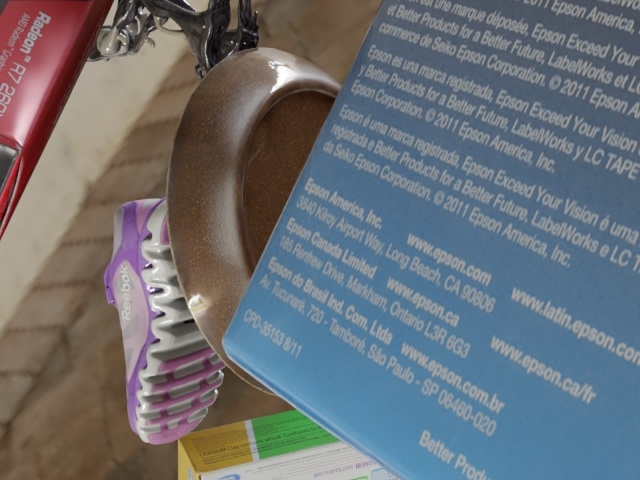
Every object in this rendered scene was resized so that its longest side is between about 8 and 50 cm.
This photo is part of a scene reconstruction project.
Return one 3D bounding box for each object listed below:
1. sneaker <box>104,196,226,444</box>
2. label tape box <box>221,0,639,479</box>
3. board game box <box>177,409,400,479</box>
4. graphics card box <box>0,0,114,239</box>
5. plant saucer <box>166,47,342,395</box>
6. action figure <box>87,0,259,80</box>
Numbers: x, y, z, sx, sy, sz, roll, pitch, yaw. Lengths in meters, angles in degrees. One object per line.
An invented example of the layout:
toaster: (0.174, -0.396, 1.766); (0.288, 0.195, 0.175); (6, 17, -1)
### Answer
sneaker: (-0.149, 0.064, 1.480); (0.105, 0.236, 0.095); (15, 18, 40)
label tape box: (0.132, -0.064, 0.538); (0.249, 0.115, 0.347); (29, 94, 55)
board game box: (-0.023, 0.317, 1.671); (0.242, 0.316, 0.064); (-10, 32, -21)
graphics card box: (-0.288, -0.151, 0.781); (0.232, 0.371, 0.094); (-76, 13, -50)
plant saucer: (-0.013, -0.019, 1.438); (0.050, 0.310, 0.310); (-8, 43, 36)
action figure: (-0.194, -0.219, 1.473); (0.276, 0.164, 0.140); (12, 91, 19)
